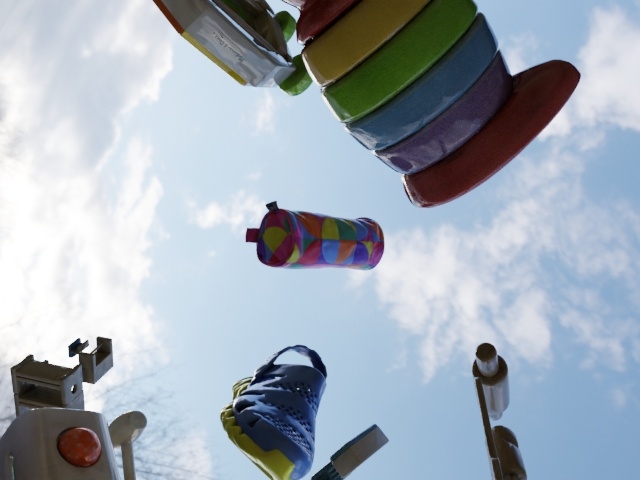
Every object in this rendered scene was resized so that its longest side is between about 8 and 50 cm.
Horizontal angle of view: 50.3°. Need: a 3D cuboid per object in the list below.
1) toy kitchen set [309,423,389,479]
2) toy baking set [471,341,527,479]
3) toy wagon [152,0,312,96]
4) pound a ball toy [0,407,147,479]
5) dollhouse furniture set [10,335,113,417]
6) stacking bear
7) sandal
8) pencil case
[{"bbox_3d":[-0.012,0.388,1.292,0.207,0.122,0.166,-47,-108,24],"label":"toy kitchen set"},{"bbox_3d":[0.150,0.183,0.536,0.030,0.256,0.197,-11,-128,10],"label":"toy baking set"},{"bbox_3d":[-0.134,-0.331,0.870,0.068,0.267,0.344,-38,-136,19],"label":"toy wagon"},{"bbox_3d":[-0.276,0.331,0.850,0.136,0.208,0.319,-49,-133,23],"label":"pound a ball toy"},{"bbox_3d":[-0.561,0.303,1.501,0.129,0.184,0.129,9,-68,12],"label":"dollhouse furniture set"},{"bbox_3d":[0.052,-0.183,0.583,0.164,0.289,0.175,-51,-163,-29],"label":"stacking bear"},{"bbox_3d":[-0.050,0.221,0.926,0.138,0.126,0.317,-41,-169,0],"label":"sandal"},{"bbox_3d":[0.000,0.000,1.108,0.104,0.236,0.104,-7,-99,45],"label":"pencil case"}]
